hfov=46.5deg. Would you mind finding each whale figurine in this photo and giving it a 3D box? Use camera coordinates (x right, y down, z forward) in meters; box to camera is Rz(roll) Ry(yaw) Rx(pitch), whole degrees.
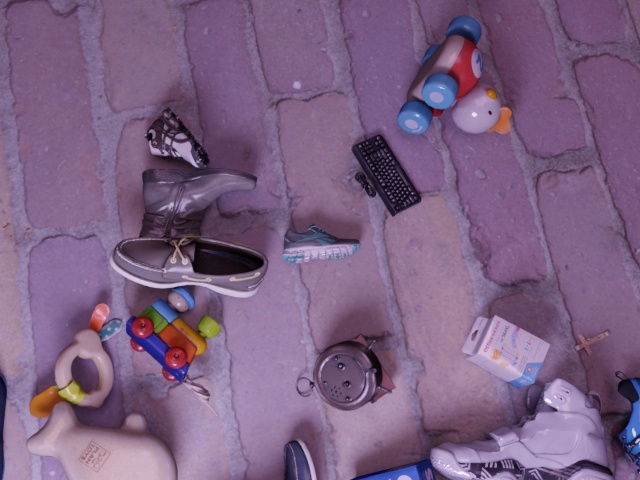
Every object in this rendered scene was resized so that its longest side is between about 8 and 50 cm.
[{"bbox_3d":[-0.389,0.406,1.347,0.272,0.141,0.216,30,67,4],"label":"whale figurine"}]

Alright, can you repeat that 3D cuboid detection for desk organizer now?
[{"bbox_3d":[0.092,0.255,1.489,0.050,0.047,0.130,-30,78,-16],"label":"desk organizer"}]

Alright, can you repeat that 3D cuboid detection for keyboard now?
[{"bbox_3d":[0.134,-0.140,1.626,0.108,0.023,0.180,-28,77,-12],"label":"keyboard"}]

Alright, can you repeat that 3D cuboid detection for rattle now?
[{"bbox_3d":[-0.474,0.236,1.451,0.130,0.143,0.200,19,52,-33],"label":"rattle"}]

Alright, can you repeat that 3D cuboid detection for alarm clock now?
[{"bbox_3d":[0.034,0.268,1.446,0.192,0.064,0.129,-20,84,24],"label":"alarm clock"}]

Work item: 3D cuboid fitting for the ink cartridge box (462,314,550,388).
[{"bbox_3d":[0.368,0.220,1.503,0.143,0.090,0.092,28,73,3],"label":"ink cartridge box"}]

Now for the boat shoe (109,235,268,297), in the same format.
[{"bbox_3d":[-0.253,0.037,1.459,0.305,0.091,0.109,11,52,-18],"label":"boat shoe"}]

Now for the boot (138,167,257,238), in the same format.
[{"bbox_3d":[-0.253,-0.065,1.550,0.246,0.083,0.161,-1,86,-6],"label":"boot"}]

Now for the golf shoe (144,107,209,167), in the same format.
[{"bbox_3d":[-0.301,-0.193,1.555,0.094,0.077,0.198,-39,47,-4],"label":"golf shoe"}]

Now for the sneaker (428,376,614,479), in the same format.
[{"bbox_3d":[0.388,0.372,1.440,0.365,0.137,0.210,8,71,-7],"label":"sneaker"}]

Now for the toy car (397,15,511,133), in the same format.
[{"bbox_3d":[0.326,-0.315,1.617,0.238,0.210,0.219,29,61,-9],"label":"toy car"}]

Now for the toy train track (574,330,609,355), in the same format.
[{"bbox_3d":[0.573,0.210,1.565,0.083,0.014,0.048,-22,77,-12],"label":"toy train track"}]

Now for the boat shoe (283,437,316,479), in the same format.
[{"bbox_3d":[-0.050,0.500,1.380,0.079,0.095,0.255,-3,82,-18],"label":"boat shoe"}]

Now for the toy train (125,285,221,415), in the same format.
[{"bbox_3d":[-0.246,0.208,1.451,0.248,0.105,0.143,40,61,7],"label":"toy train"}]

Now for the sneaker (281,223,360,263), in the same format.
[{"bbox_3d":[0.000,0.000,1.551,0.166,0.065,0.076,-3,70,-8],"label":"sneaker"}]

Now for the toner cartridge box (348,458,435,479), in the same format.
[{"bbox_3d":[0.163,0.589,1.340,0.165,0.075,0.348,-24,73,26],"label":"toner cartridge box"}]

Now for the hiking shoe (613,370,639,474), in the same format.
[{"bbox_3d":[0.655,0.418,1.480,0.132,0.113,0.304,-1,78,26],"label":"hiking shoe"}]

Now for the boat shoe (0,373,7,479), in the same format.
[{"bbox_3d":[-0.638,0.369,1.363,0.109,0.089,0.258,-5,74,-7],"label":"boat shoe"}]
